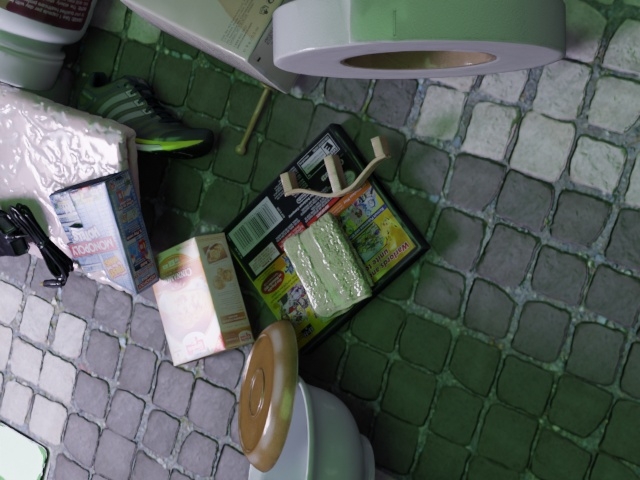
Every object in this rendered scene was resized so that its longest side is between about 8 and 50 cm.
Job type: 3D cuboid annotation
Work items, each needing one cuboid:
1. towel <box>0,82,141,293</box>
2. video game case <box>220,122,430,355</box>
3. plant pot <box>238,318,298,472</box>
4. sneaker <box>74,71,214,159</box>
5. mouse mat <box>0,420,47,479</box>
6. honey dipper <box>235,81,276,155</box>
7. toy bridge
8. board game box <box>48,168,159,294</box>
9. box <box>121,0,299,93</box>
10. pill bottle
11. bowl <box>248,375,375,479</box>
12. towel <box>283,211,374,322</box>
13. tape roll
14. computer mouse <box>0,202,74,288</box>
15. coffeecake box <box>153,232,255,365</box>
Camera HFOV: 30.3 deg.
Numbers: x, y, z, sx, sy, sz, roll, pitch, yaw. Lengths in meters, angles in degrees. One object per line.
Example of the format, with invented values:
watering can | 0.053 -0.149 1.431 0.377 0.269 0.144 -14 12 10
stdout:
towel | -0.434 -0.091 2.020 0.331 0.053 0.317 19 126 29
video game case | 0.000 0.000 1.843 0.275 0.035 0.248 -43 71 23
plant pot | -0.086 0.236 1.813 0.236 0.032 0.236 -170 90 -72
sneaker | -0.303 -0.211 1.975 0.300 0.111 0.121 16 96 27
mouse mat | -0.595 0.423 2.221 0.189 0.007 0.153 23 103 27
honey dipper | -0.101 -0.209 1.901 0.030 0.030 0.161 36 113 25
toy bridge | 0.023 -0.099 1.791 0.188 0.026 0.063 -20 82 28
board game box | -0.350 -0.003 1.924 0.194 0.060 0.194 -11 106 43
box | -0.165 -0.360 1.845 0.311 0.148 0.121 31 90 28
pill bottle | -0.477 -0.470 1.999 0.224 0.224 0.392 31 106 26
bowl | -0.005 0.352 1.765 0.298 0.134 0.298 -170 90 -73
towel | 0.011 0.041 1.800 0.110 0.027 0.148 -33 75 25
tape roll | 0.127 -0.268 1.554 0.392 0.392 0.072 0 91 30
computer mouse | -0.537 0.009 2.096 0.262 0.060 0.184 -8 124 44
coffeecake box | -0.198 0.097 1.922 0.142 0.068 0.186 -22 82 44
